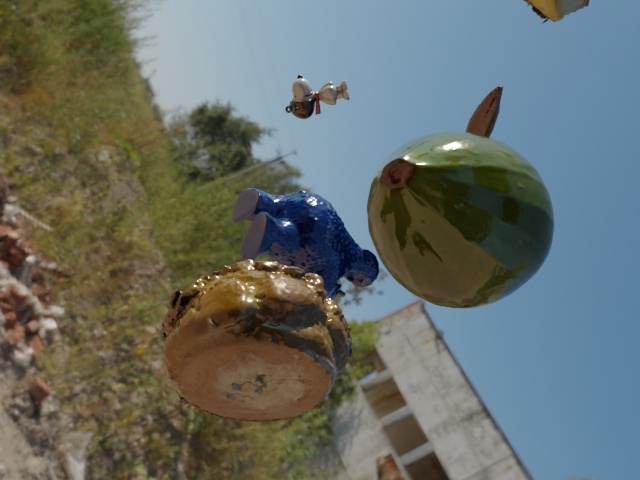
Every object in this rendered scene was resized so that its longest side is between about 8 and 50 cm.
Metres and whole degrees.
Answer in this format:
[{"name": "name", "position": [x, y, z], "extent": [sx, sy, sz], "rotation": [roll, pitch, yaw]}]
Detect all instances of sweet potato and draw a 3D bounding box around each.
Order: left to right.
[{"name": "sweet potato", "position": [0.330, -0.220, 1.639], "extent": [0.057, 0.057, 0.264], "rotation": [59, -35, 34]}]

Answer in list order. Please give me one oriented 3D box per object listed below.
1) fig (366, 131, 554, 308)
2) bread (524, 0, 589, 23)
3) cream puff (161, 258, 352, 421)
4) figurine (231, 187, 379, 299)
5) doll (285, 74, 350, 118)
[{"name": "fig", "position": [0.210, -0.044, 1.251], "extent": [0.316, 0.316, 0.316], "rotation": [62, -9, 18]}, {"name": "bread", "position": [0.300, -0.375, 1.065], "extent": [0.152, 0.147, 0.127], "rotation": [15, -54, 41]}, {"name": "cream puff", "position": [-0.055, 0.082, 0.666], "extent": [0.150, 0.165, 0.115], "rotation": [-54, -155, 33]}, {"name": "figurine", "position": [-0.002, 0.004, 1.100], "extent": [0.262, 0.121, 0.164], "rotation": [15, 48, -49]}, {"name": "doll", "position": [-0.003, -0.189, 1.032], "extent": [0.040, 0.085, 0.058], "rotation": [-31, 130, -79]}]
